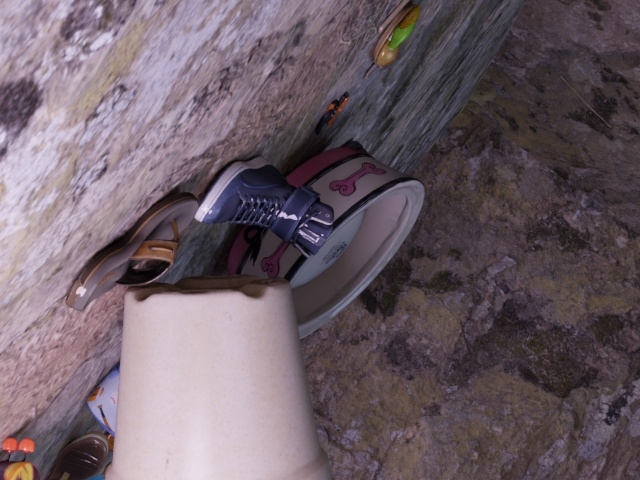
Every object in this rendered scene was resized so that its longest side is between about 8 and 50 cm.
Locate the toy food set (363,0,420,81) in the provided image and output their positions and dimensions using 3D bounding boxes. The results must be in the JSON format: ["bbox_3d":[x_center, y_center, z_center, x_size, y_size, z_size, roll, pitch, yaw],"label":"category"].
[{"bbox_3d":[0.135,-0.347,1.749,0.132,0.039,0.192,-51,174,-16],"label":"toy food set"}]

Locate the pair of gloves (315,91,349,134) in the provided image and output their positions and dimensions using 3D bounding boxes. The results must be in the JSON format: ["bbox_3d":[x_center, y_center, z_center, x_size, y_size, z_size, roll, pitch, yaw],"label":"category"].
[{"bbox_3d":[0.021,-0.220,1.766,0.074,0.010,0.083,-57,172,36],"label":"pair of gloves"}]

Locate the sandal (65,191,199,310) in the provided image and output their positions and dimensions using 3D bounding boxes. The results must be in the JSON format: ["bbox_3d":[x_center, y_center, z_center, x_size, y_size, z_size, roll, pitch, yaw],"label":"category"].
[{"bbox_3d":[-0.209,0.021,1.195,0.219,0.060,0.090,-45,171,-49],"label":"sandal"}]

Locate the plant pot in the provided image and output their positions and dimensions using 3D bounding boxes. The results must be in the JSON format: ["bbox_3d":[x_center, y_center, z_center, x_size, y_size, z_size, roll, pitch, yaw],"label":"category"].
[{"bbox_3d":[-0.141,0.206,1.364,0.334,0.334,0.305,-22,111,-78],"label":"plant pot"}]

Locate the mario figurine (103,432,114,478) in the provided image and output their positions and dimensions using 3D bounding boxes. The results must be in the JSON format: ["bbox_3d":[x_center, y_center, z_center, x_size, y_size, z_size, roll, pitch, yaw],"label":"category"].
[{"bbox_3d":[-0.336,0.431,2.114,0.198,0.170,0.320,-54,172,-1],"label":"mario figurine"}]

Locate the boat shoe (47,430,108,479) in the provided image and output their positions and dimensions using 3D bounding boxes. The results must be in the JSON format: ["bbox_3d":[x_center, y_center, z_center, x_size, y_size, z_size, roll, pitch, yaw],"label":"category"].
[{"bbox_3d":[-0.412,0.371,1.739,0.190,0.068,0.072,-45,-169,34],"label":"boat shoe"}]

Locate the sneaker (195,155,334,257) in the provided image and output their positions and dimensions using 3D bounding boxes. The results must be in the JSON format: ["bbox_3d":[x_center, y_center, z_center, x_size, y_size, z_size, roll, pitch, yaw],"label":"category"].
[{"bbox_3d":[-0.070,-0.037,1.430,0.086,0.163,0.226,-54,173,26],"label":"sneaker"}]

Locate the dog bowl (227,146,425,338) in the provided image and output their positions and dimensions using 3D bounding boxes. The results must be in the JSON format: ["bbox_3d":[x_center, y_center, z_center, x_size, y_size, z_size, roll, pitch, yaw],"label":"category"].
[{"bbox_3d":[0.000,0.000,1.882,0.408,0.150,0.408,-41,160,-18],"label":"dog bowl"}]

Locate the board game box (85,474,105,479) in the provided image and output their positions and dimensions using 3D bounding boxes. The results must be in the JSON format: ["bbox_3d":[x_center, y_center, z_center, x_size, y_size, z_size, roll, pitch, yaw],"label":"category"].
[{"bbox_3d":[-0.437,0.674,2.083,0.079,0.253,0.336,-9,141,-17],"label":"board game box"}]

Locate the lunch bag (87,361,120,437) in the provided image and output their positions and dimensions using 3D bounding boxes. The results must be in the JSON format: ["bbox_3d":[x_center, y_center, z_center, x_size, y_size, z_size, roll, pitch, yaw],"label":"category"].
[{"bbox_3d":[-0.248,0.306,1.681,0.115,0.243,0.303,-52,173,-4],"label":"lunch bag"}]

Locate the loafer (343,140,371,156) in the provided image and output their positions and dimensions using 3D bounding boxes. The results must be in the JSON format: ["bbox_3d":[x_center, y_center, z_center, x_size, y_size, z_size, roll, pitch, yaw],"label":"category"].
[{"bbox_3d":[0.040,-0.118,2.086,0.109,0.095,0.302,-56,173,35],"label":"loafer"}]

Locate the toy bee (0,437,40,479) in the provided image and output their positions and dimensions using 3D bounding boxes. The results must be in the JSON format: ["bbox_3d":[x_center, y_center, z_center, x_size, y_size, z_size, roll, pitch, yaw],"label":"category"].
[{"bbox_3d":[-0.384,0.347,1.315,0.298,0.195,0.162,96,5,-58],"label":"toy bee"}]
